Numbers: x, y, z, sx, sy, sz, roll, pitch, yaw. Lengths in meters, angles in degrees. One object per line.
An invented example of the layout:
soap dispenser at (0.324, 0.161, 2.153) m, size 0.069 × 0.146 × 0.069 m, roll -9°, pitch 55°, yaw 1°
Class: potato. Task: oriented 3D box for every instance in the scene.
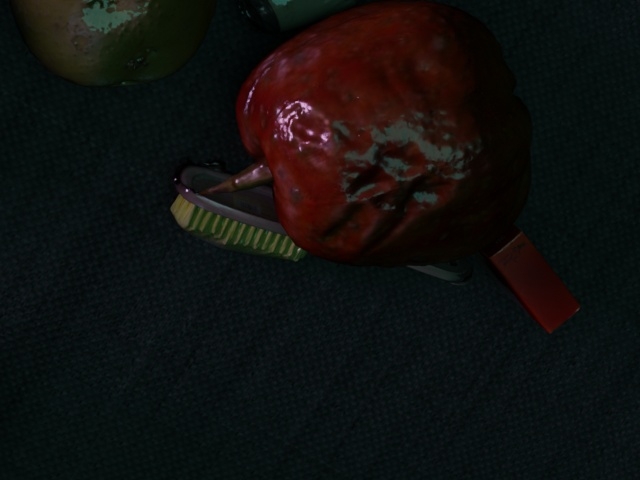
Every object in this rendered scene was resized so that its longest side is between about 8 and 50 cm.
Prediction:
potato at (-0.178, -0.256, 1.505) m, size 0.174 × 0.159 × 0.251 m, roll -7°, pitch 99°, yaw -36°

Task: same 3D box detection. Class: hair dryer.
hair dryer at (0.013, -0.313, 1.589) m, size 0.219 × 0.088 × 0.225 m, roll -14°, pitch 93°, yaw -17°

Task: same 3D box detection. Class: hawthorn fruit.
hawthorn fruit at (0.061, -0.093, 1.554) m, size 0.261 × 0.258 × 0.258 m, roll -12°, pitch 109°, yaw -35°

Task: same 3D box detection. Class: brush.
brush at (-0.001, 0.000, 1.672) m, size 0.313 × 0.072 × 0.067 m, roll 16°, pitch 124°, yaw -20°

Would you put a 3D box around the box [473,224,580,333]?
box at (0.179, 0.019, 1.664) m, size 0.048 × 0.152 × 0.100 m, roll -42°, pitch 110°, yaw 3°
